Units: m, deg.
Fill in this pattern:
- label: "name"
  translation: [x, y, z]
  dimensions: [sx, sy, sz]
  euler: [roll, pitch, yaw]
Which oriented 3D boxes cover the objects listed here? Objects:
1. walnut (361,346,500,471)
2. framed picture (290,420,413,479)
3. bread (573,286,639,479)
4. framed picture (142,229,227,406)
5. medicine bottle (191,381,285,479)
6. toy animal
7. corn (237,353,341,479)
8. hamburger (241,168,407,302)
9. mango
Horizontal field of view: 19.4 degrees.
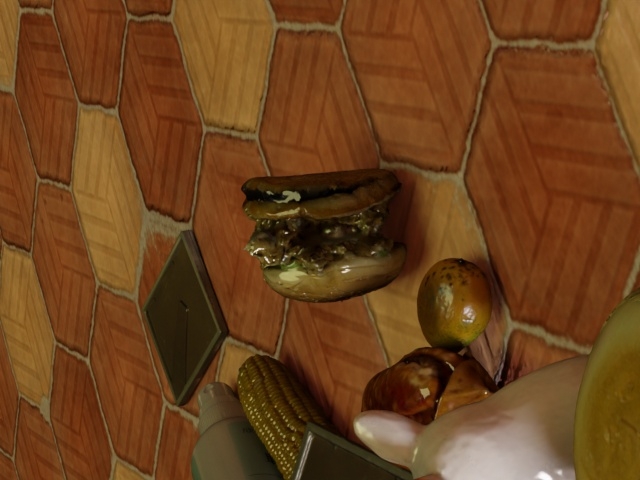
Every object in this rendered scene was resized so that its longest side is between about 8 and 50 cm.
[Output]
- label: "walnut"
  translation: [0.104, 0.155, 1.712]
  dimensions: [0.207, 0.115, 0.116]
  euler: [151, 107, -65]
- label: "framed picture"
  translation: [0.029, 0.293, 1.821]
  dimensions: [0.250, 0.016, 0.184]
  euler: [17, 91, 58]
- label: "bread"
  translation: [0.269, 0.119, 1.339]
  dimensions: [0.261, 0.158, 0.156]
  euler: [110, 152, -46]
- label: "framed picture"
  translation: [-0.172, 0.100, 2.356]
  dimensions: [0.150, 0.015, 0.203]
  euler: [68, 151, 25]
- label: "medicine bottle"
  translation: [-0.088, 0.262, 2.105]
  dimensions: [0.352, 0.110, 0.110]
  euler: [-118, 28, -63]
- label: "toy animal"
  translation: [0.141, 0.184, 1.482]
  dimensions: [0.140, 0.282, 0.138]
  euler: [-129, 23, -49]
- label: "corn"
  translation: [-0.026, 0.209, 2.030]
  dimensions: [0.231, 0.080, 0.080]
  euler: [-129, 39, -49]
- label: "hamburger"
  translation: [0.000, 0.000, 1.802]
  dimensions: [0.159, 0.185, 0.131]
  euler: [2, 97, 48]
- label: "mango"
  translation: [0.121, 0.062, 1.711]
  dimensions: [0.079, 0.057, 0.114]
  euler: [60, 155, 29]
